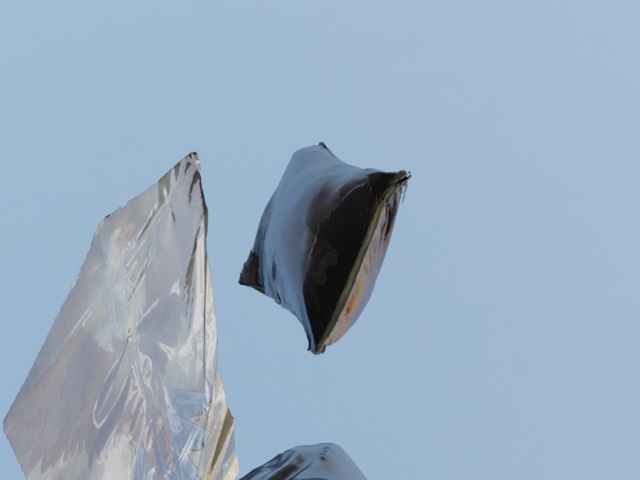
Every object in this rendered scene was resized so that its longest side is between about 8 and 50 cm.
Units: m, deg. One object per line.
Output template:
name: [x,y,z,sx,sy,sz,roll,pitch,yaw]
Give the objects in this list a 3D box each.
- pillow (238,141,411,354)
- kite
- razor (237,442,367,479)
pillow: [0.001,0.000,0.854,0.048,0.150,0.090,8,-84,-16]
kite: [-0.051,0.117,0.706,0.015,0.310,0.169,3,-140,19]
razor: [0.022,0.117,0.384,0.054,0.090,0.148,-37,-90,13]
